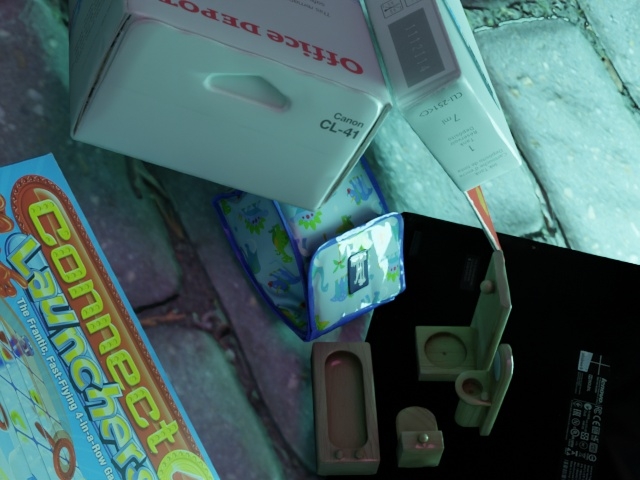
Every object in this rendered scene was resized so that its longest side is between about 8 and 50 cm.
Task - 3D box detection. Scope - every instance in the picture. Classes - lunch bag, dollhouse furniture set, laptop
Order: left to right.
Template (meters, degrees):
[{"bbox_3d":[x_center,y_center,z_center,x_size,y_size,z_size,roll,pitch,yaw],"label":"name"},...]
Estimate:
[{"bbox_3d":[0.000,0.000,1.142,0.129,0.096,0.151,-24,90,-41],"label":"lunch bag"},{"bbox_3d":[0.074,0.101,1.071,0.151,0.123,0.144,1,54,-6],"label":"dollhouse furniture set"},{"bbox_3d":[0.221,0.228,1.215,0.408,0.236,0.382,14,53,6],"label":"laptop"}]

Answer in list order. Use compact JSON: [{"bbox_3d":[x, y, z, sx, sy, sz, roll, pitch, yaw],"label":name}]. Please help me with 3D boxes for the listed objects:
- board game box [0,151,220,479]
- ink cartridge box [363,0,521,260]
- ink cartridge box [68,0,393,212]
[{"bbox_3d":[-0.228,0.119,0.842,0.302,0.086,0.308,-27,89,-58],"label":"board game box"},{"bbox_3d":[0.114,-0.165,1.199,0.261,0.066,0.296,47,23,-49],"label":"ink cartridge box"},{"bbox_3d":[-0.089,-0.190,1.091,0.226,0.131,0.306,16,38,-23],"label":"ink cartridge box"}]
